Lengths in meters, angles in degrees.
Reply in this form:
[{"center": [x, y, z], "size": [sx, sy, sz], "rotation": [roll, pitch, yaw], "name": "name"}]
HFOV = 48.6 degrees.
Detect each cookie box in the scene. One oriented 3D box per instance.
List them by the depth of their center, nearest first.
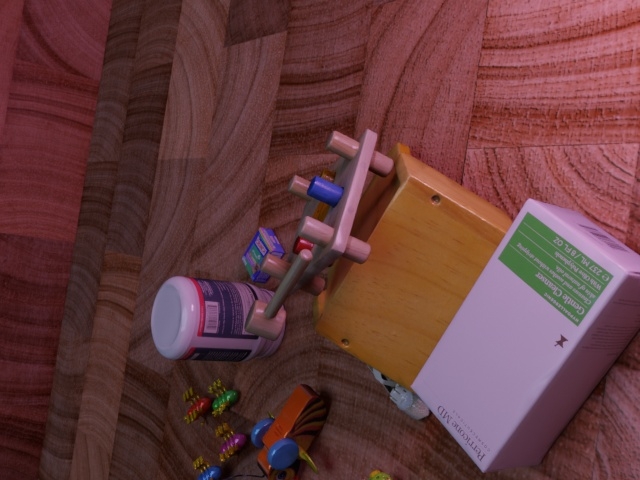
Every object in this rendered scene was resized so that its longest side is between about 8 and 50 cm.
[{"center": [-0.145, 0.037, 1.770], "size": [0.107, 0.040, 0.091], "rotation": [-57, 43, 26], "name": "cookie box"}]

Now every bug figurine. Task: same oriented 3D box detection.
[{"center": [-0.271, 0.492, 1.809], "size": [0.216, 0.072, 0.278], "rotation": [-42, 47, 31], "name": "bug figurine"}]

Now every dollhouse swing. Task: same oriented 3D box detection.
[{"center": [0.179, 0.029, 1.351], "size": [0.315, 0.305, 0.346], "rotation": [32, 113, 6], "name": "dollhouse swing"}]

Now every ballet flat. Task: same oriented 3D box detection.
[{"center": [0.141, 0.281, 1.349], "size": [0.168, 0.052, 0.057], "rotation": [47, 119, 45], "name": "ballet flat"}]

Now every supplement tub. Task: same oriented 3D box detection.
[{"center": [-0.240, 0.188, 1.671], "size": [0.191, 0.272, 0.191], "rotation": [-15, 71, 49], "name": "supplement tub"}]

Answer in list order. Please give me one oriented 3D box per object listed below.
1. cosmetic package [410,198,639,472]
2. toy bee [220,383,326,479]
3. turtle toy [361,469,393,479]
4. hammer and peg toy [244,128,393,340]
[{"center": [0.322, 0.147, 1.069], "size": [0.197, 0.155, 0.365], "rotation": [46, 117, 43], "name": "cosmetic package"}, {"center": [-0.085, 0.456, 1.547], "size": [0.298, 0.162, 0.195], "rotation": [-36, 43, 12], "name": "toy bee"}, {"center": [0.101, 0.487, 1.345], "size": [0.130, 0.066, 0.095], "rotation": [-56, 44, 28], "name": "turtle toy"}, {"center": [0.000, 0.000, 1.242], "size": [0.266, 0.127, 0.361], "rotation": [-42, 27, 56], "name": "hammer and peg toy"}]
